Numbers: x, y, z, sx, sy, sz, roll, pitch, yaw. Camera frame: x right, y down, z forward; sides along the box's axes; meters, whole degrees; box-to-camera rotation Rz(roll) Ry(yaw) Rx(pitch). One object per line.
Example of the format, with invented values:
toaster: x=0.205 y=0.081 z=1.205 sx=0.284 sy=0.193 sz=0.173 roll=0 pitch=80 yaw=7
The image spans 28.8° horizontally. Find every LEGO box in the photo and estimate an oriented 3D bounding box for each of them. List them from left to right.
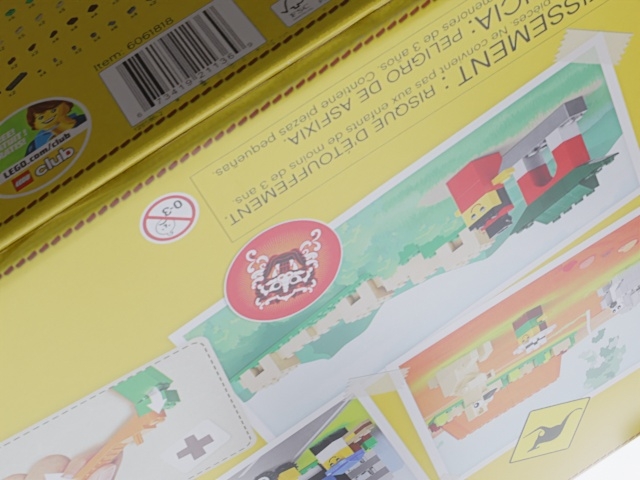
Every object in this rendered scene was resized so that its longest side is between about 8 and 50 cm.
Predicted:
LEGO box: x=0.000 y=0.000 z=0.612 sx=0.500 sy=0.372 sz=0.193 roll=-33 pitch=-132 yaw=-4
